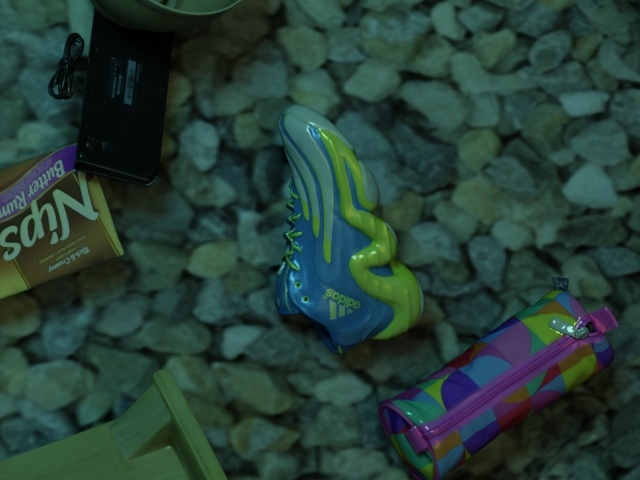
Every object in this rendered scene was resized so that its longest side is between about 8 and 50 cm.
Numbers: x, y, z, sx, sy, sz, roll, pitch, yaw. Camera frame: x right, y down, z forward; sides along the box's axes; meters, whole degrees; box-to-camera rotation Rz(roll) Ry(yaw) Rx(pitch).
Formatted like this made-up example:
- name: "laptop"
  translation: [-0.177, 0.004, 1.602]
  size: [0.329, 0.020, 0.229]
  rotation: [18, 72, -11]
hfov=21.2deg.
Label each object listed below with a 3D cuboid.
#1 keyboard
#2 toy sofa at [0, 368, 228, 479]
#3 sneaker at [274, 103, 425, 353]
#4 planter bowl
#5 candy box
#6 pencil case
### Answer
- name: "keyboard"
  translation: [-0.186, -0.140, 1.500]
  size: [0.108, 0.023, 0.180]
  rotation: [16, 63, -26]
- name: "toy sofa"
  translation: [-0.253, 0.262, 1.402]
  size: [0.362, 0.150, 0.177]
  rotation: [-18, 141, -20]
- name: "sneaker"
  translation: [0.000, 0.000, 1.568]
  size: [0.126, 0.091, 0.240]
  rotation: [-33, 103, -17]
- name: "planter bowl"
  translation: [-0.146, -0.247, 1.485]
  size: [0.162, 0.109, 0.162]
  rotation: [12, 65, -28]
- name: "candy box"
  translation: [-0.276, -0.007, 1.482]
  size: [0.186, 0.053, 0.109]
  rotation: [-20, 96, -18]
- name: "pencil case"
  translation: [0.170, 0.136, 1.631]
  size: [0.236, 0.104, 0.104]
  rotation: [-33, 102, -16]
